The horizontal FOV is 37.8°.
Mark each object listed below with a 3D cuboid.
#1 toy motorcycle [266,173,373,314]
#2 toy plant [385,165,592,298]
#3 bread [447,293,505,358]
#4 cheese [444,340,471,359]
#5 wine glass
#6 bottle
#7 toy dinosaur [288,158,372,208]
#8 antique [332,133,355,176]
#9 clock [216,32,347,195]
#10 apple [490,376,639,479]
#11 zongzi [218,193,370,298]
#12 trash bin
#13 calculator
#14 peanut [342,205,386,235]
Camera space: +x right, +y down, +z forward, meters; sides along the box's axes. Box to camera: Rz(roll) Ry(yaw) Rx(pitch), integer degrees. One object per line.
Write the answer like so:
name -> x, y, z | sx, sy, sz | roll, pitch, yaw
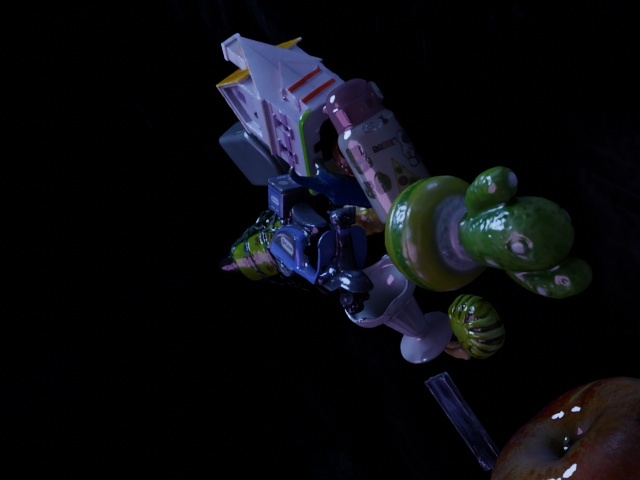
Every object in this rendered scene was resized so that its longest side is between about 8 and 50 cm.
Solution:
toy motorcycle -> 0.000, 0.000, 1.891 | 0.358, 0.125, 0.212 | 37, 133, 53
toy plant -> 0.254, -0.014, 1.409 | 0.316, 0.184, 0.224 | 2, 129, 53
bread -> 0.292, 0.164, 1.760 | 0.130, 0.071, 0.139 | 63, 165, -2
cheese -> 0.291, 0.234, 1.977 | 0.044, 0.030, 0.083 | 40, 165, -15
wine glass -> 0.166, 0.149, 1.900 | 0.196, 0.165, 0.165 | 45, 173, -29
bottle -> 0.100, -0.162, 1.632 | 0.253, 0.120, 0.120 | 60, 165, -7
toy dinosaur -> 0.064, -0.082, 1.752 | 0.188, 0.248, 0.075 | 47, 121, 38
antique -> 0.071, -0.168, 1.746 | 0.104, 0.104, 0.104 | 52, 164, 22
clock -> -0.068, -0.281, 1.848 | 0.309, 0.166, 0.235 | 41, 159, 28
apple -> 0.399, 0.361, 1.282 | 0.277, 0.348, 0.348 | 51, 166, -7
zongzi -> -0.002, 0.040, 2.178 | 0.362, 0.319, 0.383 | 59, 147, 4
trash bin -> -0.130, -0.212, 2.220 | 0.176, 0.101, 0.236 | 50, 161, -20
calculator -> 0.344, 0.432, 2.215 | 0.261, 0.021, 0.161 | 56, 164, 7
peanut -> 0.096, -0.053, 1.921 | 0.087, 0.087, 0.207 | 59, 163, -3
